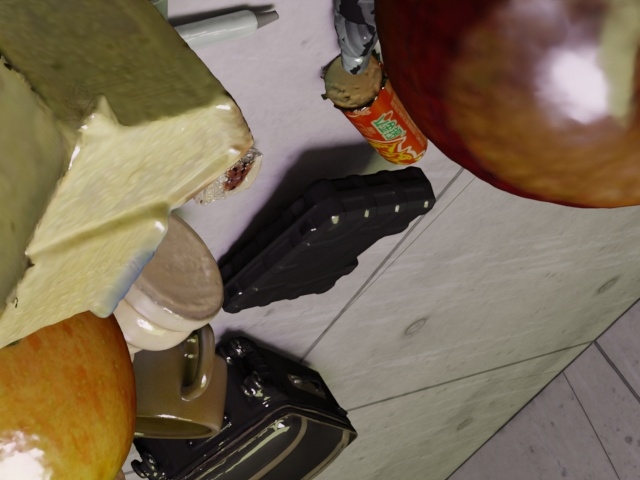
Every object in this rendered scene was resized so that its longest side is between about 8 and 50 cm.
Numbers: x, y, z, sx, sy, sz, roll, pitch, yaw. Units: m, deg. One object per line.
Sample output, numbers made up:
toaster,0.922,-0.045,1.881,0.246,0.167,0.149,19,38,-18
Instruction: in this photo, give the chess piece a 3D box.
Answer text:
chess piece,-0.269,0.103,1.351,0.299,0.167,0.167,-39,156,27

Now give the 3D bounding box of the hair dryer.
hair dryer,-0.108,-0.213,1.102,0.183,0.044,0.155,-29,157,-23

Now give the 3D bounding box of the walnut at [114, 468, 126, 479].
walnut,-0.416,0.396,1.497,0.383,0.384,0.384,-28,155,-14

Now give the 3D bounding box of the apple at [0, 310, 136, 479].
apple,-0.341,0.163,1.133,0.339,0.340,0.340,-28,155,-14

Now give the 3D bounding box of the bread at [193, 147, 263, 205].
bread,-0.111,-0.076,1.348,0.083,0.035,0.070,-21,154,-34

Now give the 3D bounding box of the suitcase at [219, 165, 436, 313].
suitcase,0.000,0.000,1.526,0.206,0.066,0.285,-10,159,-41

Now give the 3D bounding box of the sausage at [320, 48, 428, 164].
sausage,0.081,-0.151,1.407,0.083,0.083,0.264,-38,156,7

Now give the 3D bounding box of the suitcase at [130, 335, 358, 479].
suitcase,-0.115,0.316,1.882,0.283,0.194,0.434,-37,157,7

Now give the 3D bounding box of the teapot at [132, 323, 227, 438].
teapot,-0.207,0.159,1.496,0.185,0.176,0.267,12,159,-32

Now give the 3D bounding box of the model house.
model house,-0.233,-0.084,0.961,0.266,0.261,0.321,-22,155,-50

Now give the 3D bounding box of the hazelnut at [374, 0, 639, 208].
hazelnut,0.218,-0.239,1.010,0.402,0.402,0.429,-23,138,-23

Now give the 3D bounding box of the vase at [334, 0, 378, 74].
vase,0.043,-0.246,1.196,0.059,0.060,0.211,-26,154,-17
